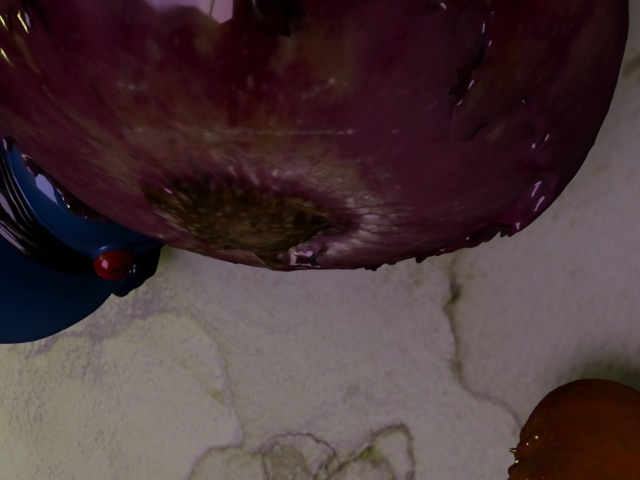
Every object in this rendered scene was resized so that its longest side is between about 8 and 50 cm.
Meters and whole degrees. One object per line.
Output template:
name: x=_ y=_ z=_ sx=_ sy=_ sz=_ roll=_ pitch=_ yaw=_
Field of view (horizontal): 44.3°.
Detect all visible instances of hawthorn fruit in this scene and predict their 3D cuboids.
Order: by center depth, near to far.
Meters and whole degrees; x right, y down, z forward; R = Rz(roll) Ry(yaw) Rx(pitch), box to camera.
hawthorn fruit: x=0.271 y=0.189 z=0.534 sx=0.286 sy=0.165 sz=0.165 roll=6 pitch=116 yaw=13

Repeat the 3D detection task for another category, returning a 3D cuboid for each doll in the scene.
doll: x=-0.252 y=-0.035 z=0.691 sx=0.310 sy=0.284 sz=0.240 roll=-15 pitch=61 yaw=41

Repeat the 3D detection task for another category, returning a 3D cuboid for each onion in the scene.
onion: x=-0.004 y=-0.136 z=0.450 sx=0.358 sy=0.358 sz=0.344 roll=27 pitch=82 yaw=20
